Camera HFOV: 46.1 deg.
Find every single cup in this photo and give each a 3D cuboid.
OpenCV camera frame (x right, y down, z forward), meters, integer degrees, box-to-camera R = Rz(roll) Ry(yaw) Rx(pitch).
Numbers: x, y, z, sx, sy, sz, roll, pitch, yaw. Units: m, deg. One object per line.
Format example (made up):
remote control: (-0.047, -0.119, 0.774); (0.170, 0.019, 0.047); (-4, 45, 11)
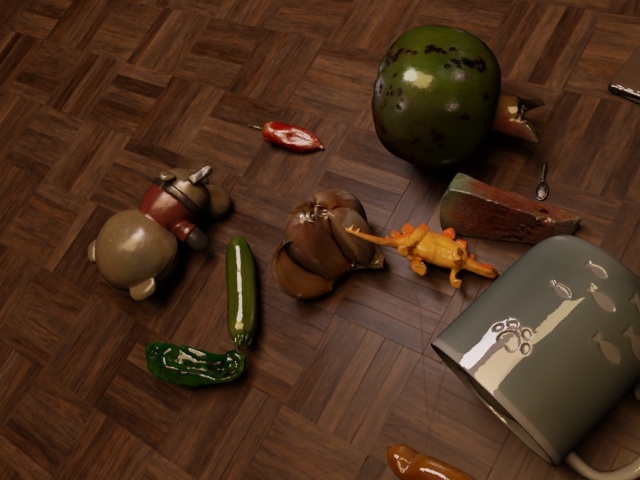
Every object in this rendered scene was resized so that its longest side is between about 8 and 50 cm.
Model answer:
cup: (0.388, 0.187, 1.133); (0.357, 0.259, 0.274); (45, 87, 6)

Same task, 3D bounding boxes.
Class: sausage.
sausage: (0.182, 0.386, 1.221); (0.183, 0.054, 0.062); (16, 39, 34)

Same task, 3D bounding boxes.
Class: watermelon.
watermelon: (0.341, -0.052, 1.350); (0.241, 0.154, 0.094); (19, 72, 19)

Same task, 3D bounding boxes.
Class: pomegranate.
pomegranate: (0.251, -0.271, 1.416); (0.324, 0.291, 0.290); (9, 68, 30)

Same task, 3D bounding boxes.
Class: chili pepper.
chili pepper: (-0.076, -0.236, 1.697); (0.191, 0.050, 0.059); (20, 70, 21)
chili pepper: (-0.259, 0.247, 1.510); (0.257, 0.074, 0.100); (4, 62, 23)

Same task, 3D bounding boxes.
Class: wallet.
wallet: (0.627, -0.323, 1.404); (0.118, 0.039, 0.152); (35, 81, 38)

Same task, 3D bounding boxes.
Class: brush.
brush: (0.417, -0.113, 1.408); (0.024, 0.008, 0.083); (1, 64, 30)

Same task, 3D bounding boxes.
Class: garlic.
garlic: (0.000, 0.000, 1.468); (0.214, 0.191, 0.160); (-30, 28, 23)

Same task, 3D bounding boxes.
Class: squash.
squash: (-0.160, 0.108, 1.534); (0.069, 0.069, 0.258); (-16, 59, 18)

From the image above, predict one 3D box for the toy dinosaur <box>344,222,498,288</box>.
toy dinosaur: (0.189, 0.009, 1.386); (0.288, 0.070, 0.117); (18, 33, 7)

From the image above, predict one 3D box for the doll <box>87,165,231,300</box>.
doll: (-0.353, -0.032, 1.645); (0.235, 0.174, 0.330); (33, 80, 30)
